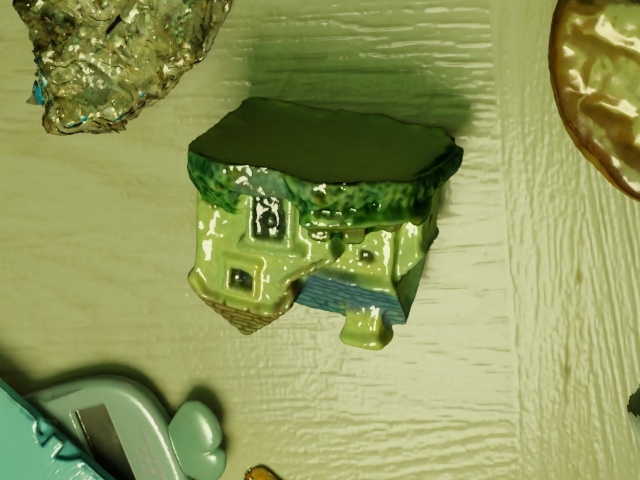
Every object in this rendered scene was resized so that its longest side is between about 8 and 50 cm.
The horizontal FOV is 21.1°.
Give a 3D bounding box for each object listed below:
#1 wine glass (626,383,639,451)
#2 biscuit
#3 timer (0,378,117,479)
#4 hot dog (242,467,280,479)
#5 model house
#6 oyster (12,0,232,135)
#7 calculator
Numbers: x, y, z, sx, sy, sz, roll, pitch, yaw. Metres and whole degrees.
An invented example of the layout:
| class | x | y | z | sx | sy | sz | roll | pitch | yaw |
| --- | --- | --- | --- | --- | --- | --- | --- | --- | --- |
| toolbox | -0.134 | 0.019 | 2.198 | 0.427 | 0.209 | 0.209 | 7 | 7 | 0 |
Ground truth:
| class | x | y | z | sx | sy | sz | roll | pitch | yaw |
| --- | --- | --- | --- | --- | --- | --- | --- | --- | --- |
| wine glass | 0.363 | 0.222 | 1.490 | 0.126 | 0.126 | 0.241 | -27 | 101 | 17 |
| biscuit | 0.320 | -0.125 | 1.420 | 0.274 | 0.091 | 0.213 | 11 | 104 | 7 |
| timer | -0.319 | 0.270 | 1.646 | 0.232 | 0.091 | 0.250 | 43 | 101 | 0 |
| hot dog | -0.040 | 0.248 | 1.633 | 0.083 | 0.021 | 0.037 | 34 | 108 | 0 |
| model house | 0.000 | 0.000 | 1.476 | 0.214 | 0.195 | 0.189 | 10 | 115 | 11 |
| oyster | -0.184 | -0.215 | 1.502 | 0.198 | 0.092 | 0.260 | 27 | 106 | -1 |
| calculator | -0.223 | 0.222 | 1.653 | 0.298 | 0.041 | 0.186 | -18 | 101 | 18 |
